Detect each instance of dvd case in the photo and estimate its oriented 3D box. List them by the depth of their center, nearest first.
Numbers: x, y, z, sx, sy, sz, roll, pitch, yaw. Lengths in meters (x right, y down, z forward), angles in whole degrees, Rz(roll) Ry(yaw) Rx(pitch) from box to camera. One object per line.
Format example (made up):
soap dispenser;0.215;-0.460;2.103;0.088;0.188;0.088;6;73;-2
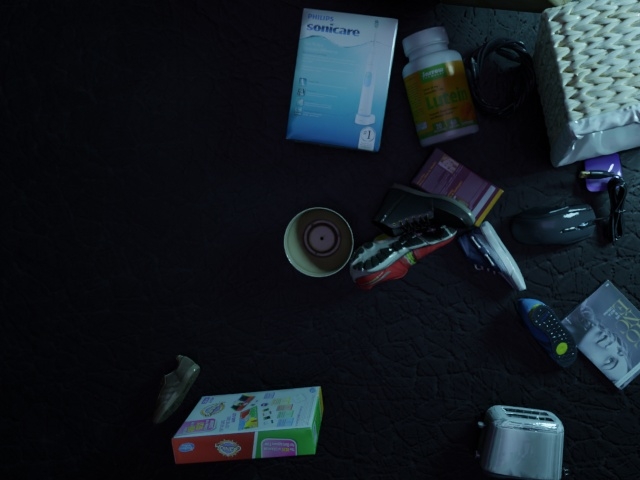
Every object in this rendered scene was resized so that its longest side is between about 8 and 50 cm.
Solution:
dvd case;0.706;0.228;1.406;0.221;0.018;0.164;45;97;-1

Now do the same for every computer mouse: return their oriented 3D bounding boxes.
computer mouse;0.582;-0.068;1.344;0.262;0.060;0.184;-1;112;5

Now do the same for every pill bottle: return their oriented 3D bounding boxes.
pill bottle;0.265;-0.347;1.326;0.136;0.136;0.245;-15;94;6

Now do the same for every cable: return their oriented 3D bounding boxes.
cable;0.416;-0.369;1.340;0.151;0.047;0.184;-22;82;22

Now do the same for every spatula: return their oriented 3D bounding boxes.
spatula;0.656;-0.264;1.354;0.084;0.030;0.296;-2;95;4

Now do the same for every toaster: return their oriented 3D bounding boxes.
toaster;0.488;0.487;1.396;0.227;0.129;0.146;6;94;6

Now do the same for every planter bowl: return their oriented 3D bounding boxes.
planter bowl;0.000;0.000;1.398;0.162;0.109;0.162;0;95;5

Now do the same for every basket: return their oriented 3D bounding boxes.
basket;0.622;-0.331;1.175;0.331;0.328;0.266;-12;85;15

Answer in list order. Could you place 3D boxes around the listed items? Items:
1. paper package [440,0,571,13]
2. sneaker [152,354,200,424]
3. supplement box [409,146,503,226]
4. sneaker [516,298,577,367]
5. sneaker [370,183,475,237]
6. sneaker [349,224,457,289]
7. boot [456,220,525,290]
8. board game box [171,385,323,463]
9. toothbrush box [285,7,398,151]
paper package;0.388;-0.647;1.194;0.325;0.168;0.309;26;98;41
sneaker;-0.384;0.381;1.502;0.071;0.066;0.188;36;93;17
supplement box;0.316;-0.127;1.372;0.188;0.081;0.104;34;98;1
sneaker;0.543;0.217;1.403;0.069;0.082;0.209;-42;109;-6
sneaker;0.231;-0.044;1.330;0.222;0.083;0.118;20;65;33
sneaker;0.196;0.028;1.398;0.279;0.107;0.118;-24;136;-8
boot;0.409;0.051;1.398;0.086;0.069;0.190;-31;93;25
board game box;-0.161;0.434;1.391;0.317;0.242;0.064;-6;97;6
toothbrush box;0.051;-0.361;1.349;0.216;0.126;0.295;8;97;5
